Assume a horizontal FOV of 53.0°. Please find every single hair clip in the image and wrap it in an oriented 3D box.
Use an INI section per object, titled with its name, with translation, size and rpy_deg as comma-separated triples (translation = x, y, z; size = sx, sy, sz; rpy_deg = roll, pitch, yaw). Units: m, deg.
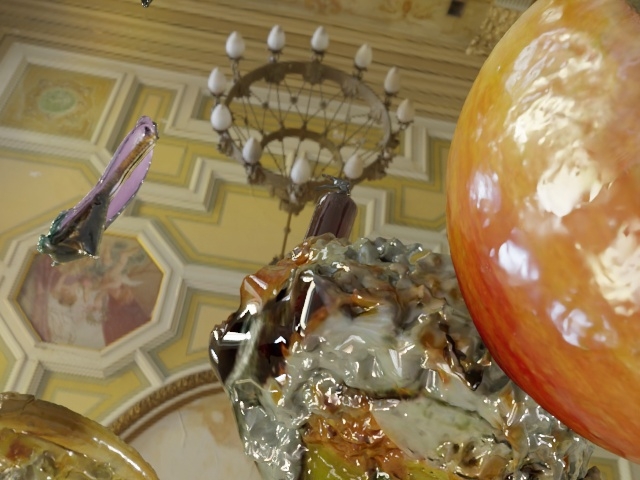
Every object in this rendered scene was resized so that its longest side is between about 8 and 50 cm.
[hair clip]
translation = -0.361, -0.083, 1.117
size = 0.096, 0.110, 0.358
rpy_deg = -17, -143, 27

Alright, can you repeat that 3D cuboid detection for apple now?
[apple]
translation = 0.186, -0.006, 0.396
size = 0.179, 0.254, 0.345
rpy_deg = -13, -122, -7

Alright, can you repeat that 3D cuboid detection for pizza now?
[pizza]
translation = -0.333, 0.313, 0.786
size = 0.223, 0.323, 0.089
rpy_deg = -28, -142, 4

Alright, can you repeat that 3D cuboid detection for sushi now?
[sushi]
translation = 0.081, 0.182, 0.651
size = 0.418, 0.417, 0.176
rpy_deg = 33, -140, 13

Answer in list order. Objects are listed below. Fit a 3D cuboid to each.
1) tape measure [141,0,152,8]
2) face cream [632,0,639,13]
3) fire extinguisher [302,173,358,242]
[tape measure]
translation = -0.250, -0.477, 0.913
size = 0.202, 0.135, 0.222
rpy_deg = 40, -98, -23
[face cream]
translation = 0.446, -0.314, 0.927
size = 0.285, 0.067, 0.139
rpy_deg = -34, -120, -31
[fire extinguisher]
translation = 0.000, 0.000, 1.036
size = 0.089, 0.072, 0.267
rpy_deg = 4, -122, 26
